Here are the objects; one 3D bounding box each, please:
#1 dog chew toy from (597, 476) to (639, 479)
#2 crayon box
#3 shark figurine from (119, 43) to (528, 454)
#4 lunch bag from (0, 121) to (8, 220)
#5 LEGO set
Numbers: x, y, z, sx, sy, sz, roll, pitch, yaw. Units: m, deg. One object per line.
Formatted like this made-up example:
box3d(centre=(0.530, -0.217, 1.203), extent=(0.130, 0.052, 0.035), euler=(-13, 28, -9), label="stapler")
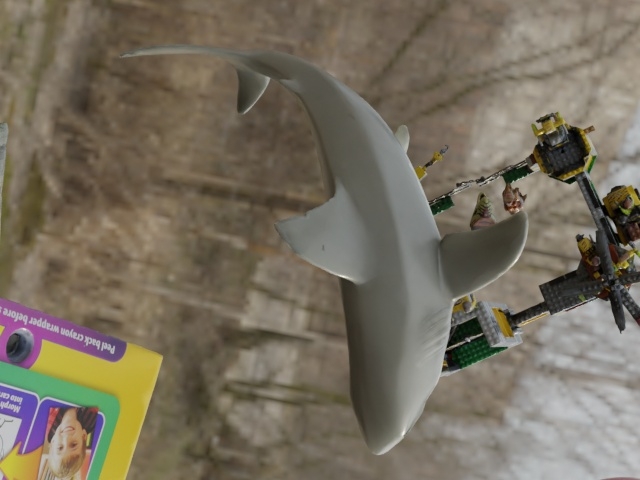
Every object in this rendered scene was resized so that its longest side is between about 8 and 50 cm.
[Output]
box3d(centre=(0.347, 0.361, 1.540), extent=(0.332, 0.207, 0.206), euler=(27, -68, 49), label="dog chew toy")
box3d(centre=(-0.320, 0.194, 1.334), extent=(0.363, 0.106, 0.313), euler=(27, 78, -51), label="crayon box")
box3d(centre=(-0.001, -0.029, 0.910), extent=(0.166, 0.116, 0.278), euler=(-41, -111, 42), label="shark figurine")
box3d(centre=(-0.350, 0.025, 1.014), extent=(0.169, 0.287, 0.235), euler=(-18, 116, -60), label="lunch bag")
box3d(centre=(0.184, 0.010, 1.725), extent=(0.192, 0.331, 0.255), euler=(12, 62, -74), label="LEGO set")
